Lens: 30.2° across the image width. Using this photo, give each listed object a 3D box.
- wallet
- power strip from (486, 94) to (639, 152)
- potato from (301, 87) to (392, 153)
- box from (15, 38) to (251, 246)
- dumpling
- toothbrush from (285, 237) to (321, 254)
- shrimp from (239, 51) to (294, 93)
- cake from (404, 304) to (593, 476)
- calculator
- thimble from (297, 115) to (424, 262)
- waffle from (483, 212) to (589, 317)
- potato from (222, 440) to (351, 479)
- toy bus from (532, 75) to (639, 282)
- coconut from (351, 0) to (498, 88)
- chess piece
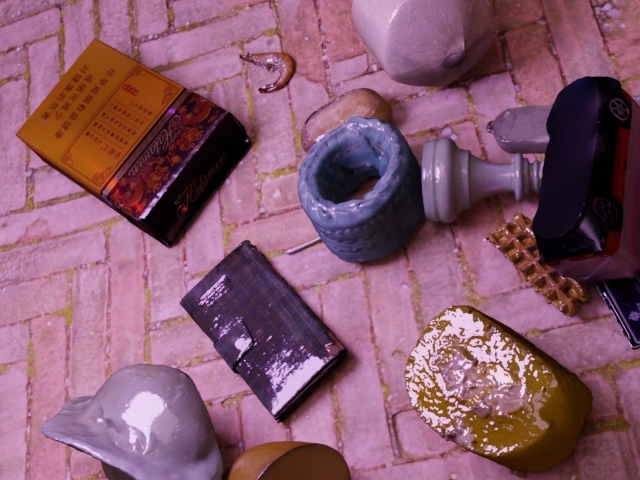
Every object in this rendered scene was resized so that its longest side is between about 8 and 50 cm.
[{"bbox_3d":[-0.099,0.144,1.987,0.169,0.044,0.317,-43,53,-1],"label":"wallet"},{"bbox_3d":[0.411,-0.185,1.931,0.285,0.048,0.080,-2,60,24],"label":"power strip"},{"bbox_3d":[0.043,-0.204,2.093,0.170,0.080,0.107,-34,62,8],"label":"potato"},{"bbox_3d":[-0.359,-0.192,2.252,0.415,0.116,0.264,30,77,34],"label":"box"},{"bbox_3d":[-0.271,0.289,1.849,0.212,0.270,0.320,-59,12,-24],"label":"dumpling"},{"bbox_3d":[0.000,0.000,2.041,0.131,0.011,0.013,-21,62,12],"label":"toothbrush"},{"bbox_3d":[-0.110,-0.326,2.267,0.127,0.025,0.091,20,74,29],"label":"shrimp"},{"bbox_3d":[0.254,0.223,1.714,0.260,0.156,0.179,39,99,41],"label":"cake"},{"bbox_3d":[0.550,0.048,1.735,0.274,0.028,0.166,-25,55,3],"label":"calculator"},{"bbox_3d":[0.069,-0.092,1.973,0.198,0.143,0.235,2,57,26],"label":"thimble"},{"bbox_3d":[0.340,0.032,1.845,0.192,0.046,0.161,12,68,30],"label":"waffle"},{"bbox_3d":[-0.074,0.378,1.787,0.158,0.178,0.204,19,83,55],"label":"potato"},{"bbox_3d":[0.409,-0.089,1.764,0.127,0.147,0.303,-18,50,45],"label":"toy bus"},{"bbox_3d":[0.184,-0.379,2.029,0.245,0.245,0.247,-32,55,6],"label":"coconut"},{"bbox_3d":[0.302,-0.101,1.904,0.271,0.139,0.139,-2,62,11],"label":"chess piece"}]
